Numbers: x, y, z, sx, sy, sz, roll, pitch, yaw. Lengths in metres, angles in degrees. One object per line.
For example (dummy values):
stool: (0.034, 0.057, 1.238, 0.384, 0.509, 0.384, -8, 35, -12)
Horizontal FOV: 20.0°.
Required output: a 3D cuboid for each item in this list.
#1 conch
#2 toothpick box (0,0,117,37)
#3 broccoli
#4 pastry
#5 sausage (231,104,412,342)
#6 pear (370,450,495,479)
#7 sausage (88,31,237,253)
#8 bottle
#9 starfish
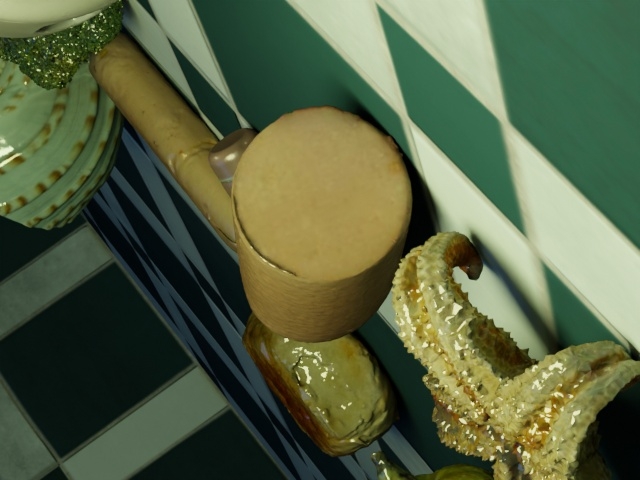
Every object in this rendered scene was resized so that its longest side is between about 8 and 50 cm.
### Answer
conch: (-0.332, -0.176, 2.074, 0.303, 0.215, 0.319, 58, -157, 12)
toothpick box: (-0.203, -0.238, 1.152, 0.229, 0.229, 0.316, 56, 172, -9)
broccoli: (-0.270, -0.227, 1.782, 0.145, 0.162, 0.138, 63, -158, 8)
pastry: (-0.001, 0.133, 1.856, 0.182, 0.093, 0.192, 51, 169, 1)
sausage: (0.000, 0.000, 1.292, 0.123, 0.123, 0.253, 52, 171, 12)
pear: (0.124, 0.338, 1.467, 0.375, 0.287, 0.287, 66, 170, -3)
sausage: (-0.138, -0.096, 1.826, 0.301, 0.066, 0.066, 48, 169, 28)
bottle: (-0.045, -0.032, 1.613, 0.140, 0.053, 0.053, 57, 170, -20)
starfish: (0.142, 0.140, 1.139, 0.312, 0.113, 0.303, 58, 174, 49)
